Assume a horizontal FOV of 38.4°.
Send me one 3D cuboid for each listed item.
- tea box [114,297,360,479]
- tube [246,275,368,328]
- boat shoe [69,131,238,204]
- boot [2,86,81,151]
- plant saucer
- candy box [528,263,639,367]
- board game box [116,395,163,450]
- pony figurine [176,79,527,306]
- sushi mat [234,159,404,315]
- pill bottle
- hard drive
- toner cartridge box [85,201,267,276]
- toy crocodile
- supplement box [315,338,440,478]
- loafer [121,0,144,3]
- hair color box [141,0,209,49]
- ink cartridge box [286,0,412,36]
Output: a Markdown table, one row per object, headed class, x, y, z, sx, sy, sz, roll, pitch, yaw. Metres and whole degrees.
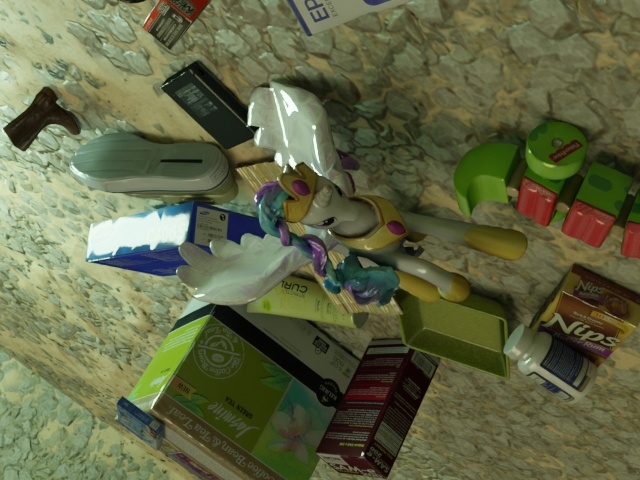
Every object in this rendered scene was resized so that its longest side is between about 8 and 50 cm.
| class | x | y | z | sx | sy | sz | roll | pitch | yaw |
| --- | --- | --- | --- | --- | --- | --- | --- | --- | --- |
| tea box | -0.149 | 0.291 | 1.756 | 0.329 | 0.324 | 0.220 | 38 | 151 | -16 |
| tube | -0.031 | 0.104 | 1.613 | 0.240 | 0.070 | 0.062 | 11 | 147 | 31 |
| boat shoe | -0.270 | -0.101 | 1.473 | 0.302 | 0.109 | 0.094 | 9 | 147 | 30 |
| boot | -0.459 | -0.178 | 1.514 | 0.037 | 0.114 | 0.106 | 4 | 142 | 40 |
| plant saucer | 0.214 | 0.130 | 1.449 | 0.188 | 0.045 | 0.188 | 17 | 148 | 24 |
| candy box | 0.362 | 0.115 | 1.281 | 0.109 | 0.053 | 0.187 | 27 | 150 | 9 |
| board game box | -0.315 | 0.320 | 1.604 | 0.090 | 0.020 | 0.090 | 33 | 149 | 12 |
| pony figurine | 0.019 | -0.029 | 1.153 | 0.363 | 0.303 | 0.351 | 20 | 175 | -35 |
| sushi mat | 0.000 | 0.000 | 1.420 | 0.151 | 0.019 | 0.317 | -7 | 125 | 48 |
| pill bottle | 0.318 | 0.169 | 1.282 | 0.120 | 0.067 | 0.067 | 33 | 152 | -3 |
| hard drive | -0.154 | -0.189 | 1.308 | 0.135 | 0.022 | 0.094 | 44 | 149 | -23 |
| toner cartridge box | -0.249 | 0.004 | 1.584 | 0.165 | 0.075 | 0.347 | 16 | 165 | -39 |
| toy crocodile | 0.316 | -0.037 | 1.023 | 0.340 | 0.105 | 0.115 | 21 | 150 | 17 |
| supplement box | 0.101 | 0.289 | 1.604 | 0.073 | 0.239 | 0.130 | 45 | 149 | -25 |
| loafer | -0.284 | -0.354 | 1.141 | 0.170 | 0.062 | 0.061 | 22 | 129 | 8 |
| hair color box | -0.133 | -0.283 | 1.013 | 0.043 | 0.141 | 0.072 | 38 | 150 | -14 |
| ink cartridge box | 0.062 | -0.337 | 0.708 | 0.307 | 0.072 | 0.304 | -12 | 132 | 25 |
